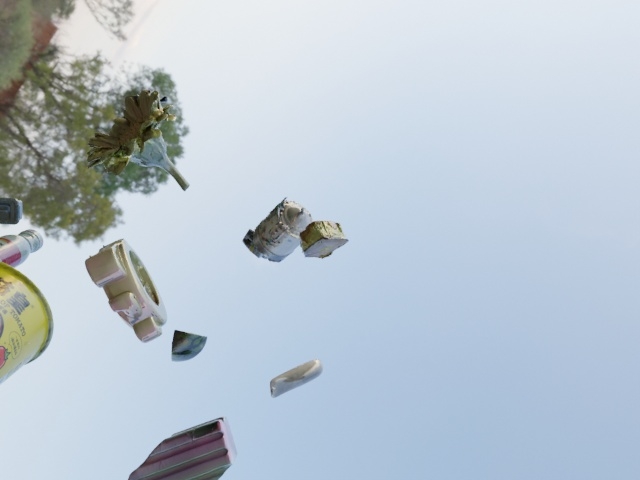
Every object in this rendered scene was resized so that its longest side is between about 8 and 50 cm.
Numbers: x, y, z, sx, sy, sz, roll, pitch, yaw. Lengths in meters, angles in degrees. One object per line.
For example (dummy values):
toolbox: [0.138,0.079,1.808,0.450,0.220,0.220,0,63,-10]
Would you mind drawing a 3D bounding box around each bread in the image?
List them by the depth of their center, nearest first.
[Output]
bread: [0.000,0.000,1.399,0.128,0.140,0.069,-40,-118,34]

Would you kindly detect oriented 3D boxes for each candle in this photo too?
candle: [-0.125,-0.058,1.888,0.330,0.187,0.188,-40,-143,44]

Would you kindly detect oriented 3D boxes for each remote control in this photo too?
remote control: [-0.076,0.483,1.681,0.044,0.229,0.073,14,-68,48]

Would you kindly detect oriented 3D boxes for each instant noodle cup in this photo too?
instant noodle cup: [-0.812,0.227,1.057,0.325,0.325,0.254,-42,-163,16]

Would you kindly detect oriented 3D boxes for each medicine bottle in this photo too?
medicine bottle: [-0.836,0.031,1.286,0.090,0.090,0.217,-45,-168,13]

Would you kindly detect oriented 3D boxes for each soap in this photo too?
soap: [-0.430,0.703,1.505,0.323,0.109,0.193,-19,-101,-5]

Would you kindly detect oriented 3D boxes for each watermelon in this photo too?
watermelon: [-0.445,0.329,1.534,0.135,0.125,0.094,-52,-128,13]

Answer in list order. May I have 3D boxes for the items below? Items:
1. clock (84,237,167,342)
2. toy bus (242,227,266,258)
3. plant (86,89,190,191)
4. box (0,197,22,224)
clock: [-0.589,0.152,1.492,0.114,0.310,0.284,-27,-167,-11]
toy bus: [-0.248,0.003,2.262,0.136,0.329,0.109,38,-79,10]
plant: [-0.490,-0.295,1.366,0.306,0.296,0.262,42,-64,60]
box: [-0.882,-0.085,1.334,0.054,0.099,0.074,-139,-127,-74]
